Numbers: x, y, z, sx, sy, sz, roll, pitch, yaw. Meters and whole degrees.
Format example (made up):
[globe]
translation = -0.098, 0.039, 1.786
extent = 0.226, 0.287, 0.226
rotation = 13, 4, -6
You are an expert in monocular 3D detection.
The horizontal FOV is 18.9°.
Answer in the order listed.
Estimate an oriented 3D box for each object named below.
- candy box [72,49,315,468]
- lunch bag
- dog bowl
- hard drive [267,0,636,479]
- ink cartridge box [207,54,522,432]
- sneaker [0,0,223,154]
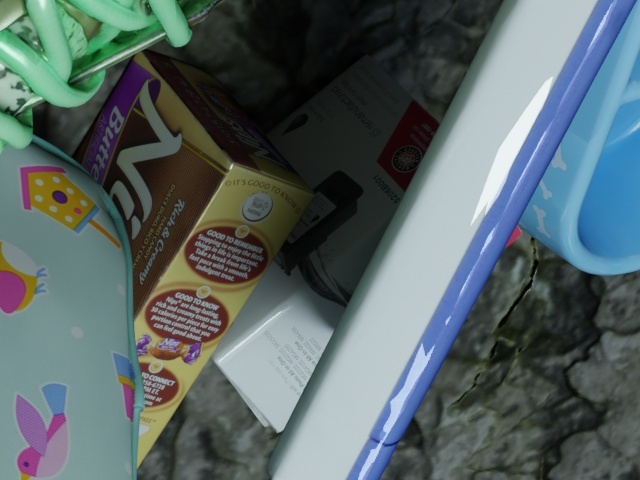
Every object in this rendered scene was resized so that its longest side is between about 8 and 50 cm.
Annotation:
[candy box]
translation = -0.089, 0.021, 0.867
extent = 0.053, 0.109, 0.186
rotation = 19, 111, -38
[lunch bag]
translation = -0.185, 0.055, 0.725
extent = 0.224, 0.279, 0.108
rotation = 20, 133, -28
[dog bowl]
translation = 0.170, -0.101, 0.916
extent = 0.166, 0.074, 0.297
rotation = -15, 140, -28
[hard drive]
translation = 0.080, -0.068, 0.724
extent = 0.040, 0.210, 0.318
rotation = 27, 103, 2
[ink cartridge box]
translation = 0.000, 0.000, 0.904
extent = 0.150, 0.109, 0.063
rotation = -39, 131, -1
[sneaker]
translation = -0.116, -0.074, 0.629
extent = 0.410, 0.182, 0.158
rotation = -6, 156, 14
